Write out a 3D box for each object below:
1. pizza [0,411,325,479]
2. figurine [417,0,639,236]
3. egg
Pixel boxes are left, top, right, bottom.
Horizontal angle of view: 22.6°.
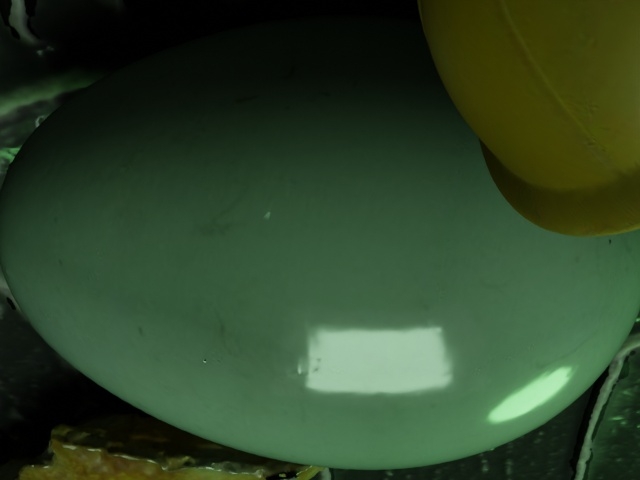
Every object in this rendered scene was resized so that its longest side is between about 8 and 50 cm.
[{"bbox_3d":[-0.136,0.160,1.036,0.182,0.074,0.365,20,144,-37],"label":"pizza"},{"bbox_3d":[0.145,-0.094,0.523,0.257,0.167,0.192,-6,146,-41],"label":"figurine"},{"bbox_3d":[0.000,0.000,0.651,0.264,0.183,0.183,3,151,3],"label":"egg"}]
